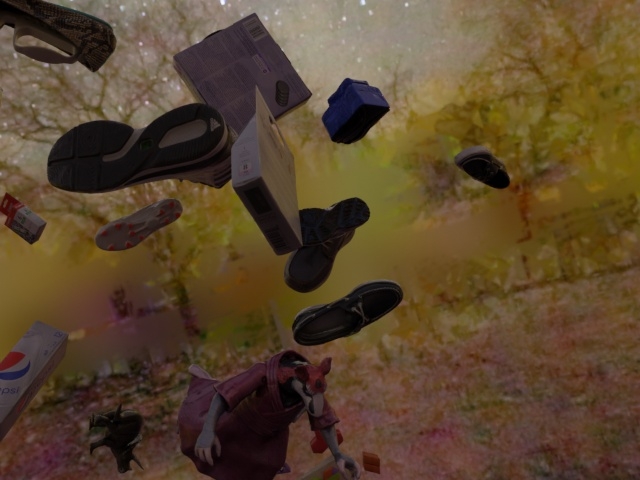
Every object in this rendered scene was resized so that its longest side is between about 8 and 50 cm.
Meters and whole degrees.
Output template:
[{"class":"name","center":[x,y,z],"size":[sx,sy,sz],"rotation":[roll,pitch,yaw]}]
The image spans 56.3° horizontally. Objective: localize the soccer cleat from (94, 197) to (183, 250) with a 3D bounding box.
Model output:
[{"class":"soccer cleat","center":[-0.388,-0.034,1.286],"size":[0.196,0.068,0.076],"rotation":[-28,21,-18]}]

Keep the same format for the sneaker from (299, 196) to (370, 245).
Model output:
[{"class":"sneaker","center":[0.000,-0.025,1.215],"size":[0.211,0.080,0.081],"rotation":[-13,-14,-27]}]

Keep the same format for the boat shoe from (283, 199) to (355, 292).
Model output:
[{"class":"boat shoe","center":[0.000,0.000,1.711],"size":[0.132,0.130,0.355],"rotation":[22,45,11]}]

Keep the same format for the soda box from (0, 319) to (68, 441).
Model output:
[{"class":"soda box","center":[-0.715,0.329,1.416],"size":[0.286,0.091,0.098],"rotation":[-70,5,-51]}]

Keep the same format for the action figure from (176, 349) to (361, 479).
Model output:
[{"class":"action figure","center":[-0.080,0.278,1.008],"size":[0.370,0.248,0.276],"rotation":[-49,25,35]}]

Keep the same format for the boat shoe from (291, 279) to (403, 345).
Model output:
[{"class":"boat shoe","center":[0.072,0.193,1.522],"size":[0.302,0.114,0.091],"rotation":[-26,15,10]}]

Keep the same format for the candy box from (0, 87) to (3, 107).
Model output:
[{"class":"candy box","center":[-0.526,-0.198,0.889],"size":[0.027,0.206,0.105],"rotation":[-24,-39,7]}]

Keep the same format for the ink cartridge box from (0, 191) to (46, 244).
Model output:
[{"class":"ink cartridge box","center":[-0.684,-0.050,1.356],"size":[0.063,0.115,0.029],"rotation":[-50,4,30]}]

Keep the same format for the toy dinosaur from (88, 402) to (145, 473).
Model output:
[{"class":"toy dinosaur","center":[-0.564,0.524,1.691],"size":[0.160,0.313,0.121],"rotation":[4,36,-27]}]

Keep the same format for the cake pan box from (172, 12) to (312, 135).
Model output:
[{"class":"cake pan box","center":[-0.194,-0.397,1.472],"size":[0.245,0.267,0.070],"rotation":[-37,4,-21]}]

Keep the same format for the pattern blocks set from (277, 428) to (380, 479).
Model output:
[{"class":"pattern blocks set","center":[0.022,0.610,1.451],"size":[0.285,0.325,0.026],"rotation":[-44,22,2]}]

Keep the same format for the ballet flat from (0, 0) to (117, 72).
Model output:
[{"class":"ballet flat","center":[-0.815,-0.604,1.640],"size":[0.482,0.182,0.164],"rotation":[24,-19,-11]}]

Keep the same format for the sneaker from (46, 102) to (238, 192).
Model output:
[{"class":"sneaker","center":[-0.372,-0.162,1.362],"size":[0.447,0.169,0.257],"rotation":[-8,-16,16]}]

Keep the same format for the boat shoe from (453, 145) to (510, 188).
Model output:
[{"class":"boat shoe","center":[0.254,-0.110,0.919],"size":[0.049,0.040,0.142],"rotation":[-37,-27,32]}]

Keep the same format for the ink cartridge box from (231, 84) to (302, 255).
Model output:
[{"class":"ink cartridge box","center":[-0.092,-0.120,1.025],"size":[0.066,0.232,0.189],"rotation":[-20,-41,8]}]

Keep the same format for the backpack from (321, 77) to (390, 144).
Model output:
[{"class":"backpack","center":[0.063,-0.257,1.199],"size":[0.098,0.101,0.120],"rotation":[0,-35,-41]}]
